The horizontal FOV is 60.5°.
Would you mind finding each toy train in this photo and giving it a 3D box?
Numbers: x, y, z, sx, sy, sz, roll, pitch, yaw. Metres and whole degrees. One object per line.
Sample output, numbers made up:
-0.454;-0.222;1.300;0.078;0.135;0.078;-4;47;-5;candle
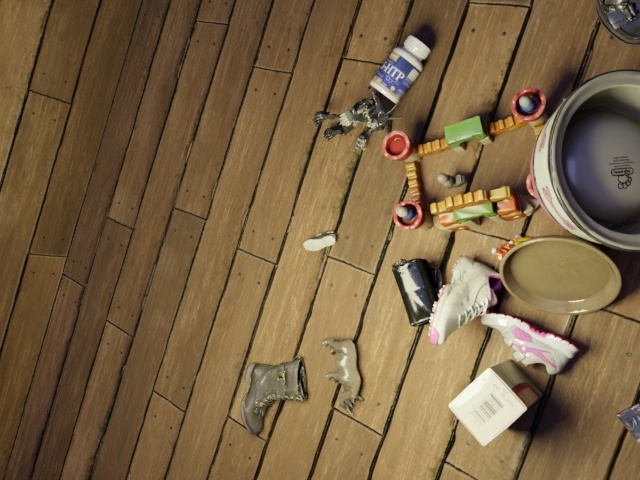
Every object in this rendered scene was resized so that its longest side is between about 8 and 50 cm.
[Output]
0.548;0.040;1.459;0.166;0.125;0.046;15;130;28;toy train

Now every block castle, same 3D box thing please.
0.408;-0.200;1.505;0.454;0.213;0.302;-13;78;29;block castle

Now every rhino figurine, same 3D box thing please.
0.077;0.421;1.714;0.106;0.073;0.243;-15;78;32;rhino figurine

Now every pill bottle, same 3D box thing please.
0.250;-0.531;1.700;0.112;0.112;0.186;45;107;27;pill bottle

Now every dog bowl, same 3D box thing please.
0.680;-0.172;1.273;0.409;0.150;0.407;1;86;-9;dog bowl

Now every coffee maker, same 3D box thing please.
0.273;0.151;1.567;0.120;0.171;0.178;-34;65;40;coffee maker

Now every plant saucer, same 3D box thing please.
0.592;0.083;1.364;0.278;0.277;0.041;1;44;31;plant saucer

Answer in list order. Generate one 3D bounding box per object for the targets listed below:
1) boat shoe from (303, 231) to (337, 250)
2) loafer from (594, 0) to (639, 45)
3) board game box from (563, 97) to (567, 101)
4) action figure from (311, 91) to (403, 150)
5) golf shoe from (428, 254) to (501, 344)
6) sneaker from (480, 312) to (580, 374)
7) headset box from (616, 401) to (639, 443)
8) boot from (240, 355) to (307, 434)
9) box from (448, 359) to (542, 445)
0.000;0.000;1.831;0.125;0.038;0.046;-20;116;34;boat shoe
0.757;-0.641;1.412;0.109;0.095;0.302;-25;72;27;loafer
0.698;-0.341;1.457;0.090;0.020;0.090;-8;80;31;board game box
0.116;-0.368;1.738;0.276;0.164;0.140;0;46;36;action figure
0.386;0.163;1.454;0.140;0.115;0.306;20;51;24;golf shoe
0.531;0.268;1.437;0.252;0.103;0.111;26;96;32;sneaker
0.765;0.439;1.315;0.062;0.032;0.083;-40;64;21;headset box
-0.148;0.518;1.828;0.229;0.091;0.262;-6;79;31;boot
0.450;0.405;1.393;0.148;0.232;0.127;-50;63;17;box
